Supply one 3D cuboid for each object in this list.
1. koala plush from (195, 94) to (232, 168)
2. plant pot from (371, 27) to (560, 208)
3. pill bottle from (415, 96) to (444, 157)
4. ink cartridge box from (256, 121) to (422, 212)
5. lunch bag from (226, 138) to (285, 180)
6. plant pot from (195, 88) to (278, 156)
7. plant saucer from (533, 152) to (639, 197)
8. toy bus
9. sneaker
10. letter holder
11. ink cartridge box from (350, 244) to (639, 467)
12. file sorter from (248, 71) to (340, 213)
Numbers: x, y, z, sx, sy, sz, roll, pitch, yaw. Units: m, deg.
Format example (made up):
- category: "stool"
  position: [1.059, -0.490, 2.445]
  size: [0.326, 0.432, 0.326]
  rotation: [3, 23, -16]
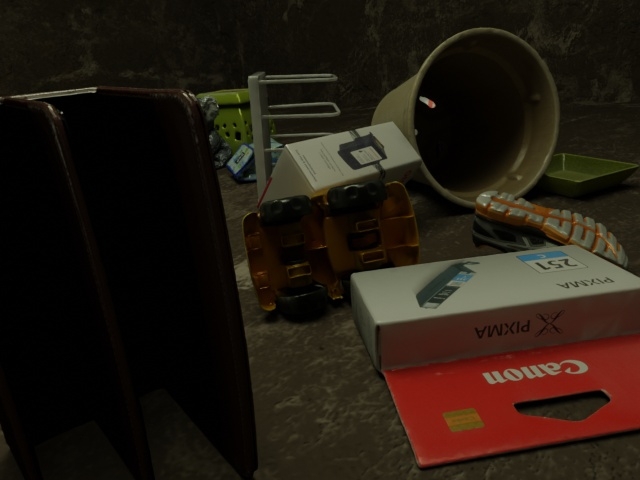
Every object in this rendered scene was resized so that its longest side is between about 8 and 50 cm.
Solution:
- category: "koala plush"
  position: [-0.369, -0.329, 1.564]
  size: [0.196, 0.221, 0.203]
  rotation: [13, 27, 41]
- category: "plant pot"
  position: [0.266, -0.239, 1.113]
  size: [0.334, 0.333, 0.305]
  rotation: [-11, 10, -17]
- category: "pill bottle"
  position: [0.371, -0.309, 1.401]
  size: [0.323, 0.181, 0.181]
  rotation: [2, 21, 17]
- category: "ink cartridge box"
  position: [0.032, -0.098, 0.904]
  size: [0.237, 0.172, 0.100]
  rotation: [-19, 69, -33]
- category: "lunch bag"
  position: [-0.173, -0.213, 1.405]
  size: [0.151, 0.096, 0.129]
  rotation: [-25, 27, -12]
- category: "plant pot"
  position: [-0.298, -0.409, 1.787]
  size: [0.227, 0.207, 0.228]
  rotation: [4, 21, 23]
- category: "plant saucer"
  position: [0.522, -0.136, 1.095]
  size: [0.188, 0.045, 0.188]
  rotation: [-14, 22, -24]
- category: "toy bus"
  position: [0.000, 0.000, 0.736]
  size: [0.220, 0.149, 0.211]
  rotation: [-12, 8, -11]
- category: "sneaker"
  position: [0.317, 0.001, 0.736]
  size: [0.215, 0.083, 0.084]
  rotation: [25, 36, 21]
- category: "letter holder"
  position: [-0.171, 0.050, 0.387]
  size: [0.152, 0.301, 0.214]
  rotation: [-20, 26, -35]
- category: "ink cartridge box"
  position: [0.200, 0.090, 0.535]
  size: [0.297, 0.066, 0.261]
  rotation: [-7, 19, -6]
- category: "file sorter"
  position: [-0.046, -0.208, 1.090]
  size: [0.173, 0.277, 0.193]
  rotation: [-3, 20, -1]
